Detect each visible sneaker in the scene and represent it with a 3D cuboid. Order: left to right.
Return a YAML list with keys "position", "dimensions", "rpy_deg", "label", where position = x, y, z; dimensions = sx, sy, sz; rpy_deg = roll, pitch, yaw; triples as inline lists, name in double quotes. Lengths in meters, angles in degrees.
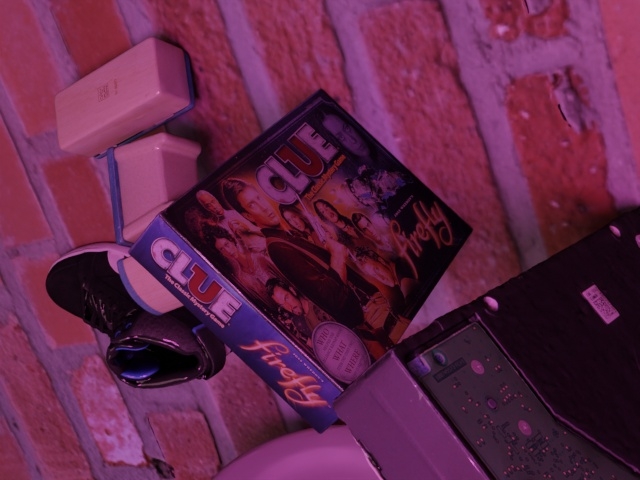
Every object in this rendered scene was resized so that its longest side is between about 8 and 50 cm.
- position: [-0.176, 0.067, 0.930]
  dimensions: [0.217, 0.121, 0.079]
  rpy_deg: [9, 119, 22]
  label: "sneaker"

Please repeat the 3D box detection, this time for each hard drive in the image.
- position: [0.184, 0.118, 0.614]
  dimensions: [0.237, 0.339, 0.064]
  rpy_deg: [52, 127, 13]
  label: "hard drive"

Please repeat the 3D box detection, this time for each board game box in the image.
- position: [0.000, 0.000, 0.730]
  dimensions: [0.165, 0.243, 0.042]
  rpy_deg: [43, 126, 0]
  label: "board game box"

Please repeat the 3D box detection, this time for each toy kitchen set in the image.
- position: [-0.113, -0.032, 0.884]
  dimensions: [0.122, 0.166, 0.207]
  rpy_deg: [-21, 68, 33]
  label: "toy kitchen set"

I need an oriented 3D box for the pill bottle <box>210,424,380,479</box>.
- position: [0.027, 0.386, 0.915]
  dimensions: [0.229, 0.229, 0.408]
  rpy_deg: [5, 118, 24]
  label: "pill bottle"
